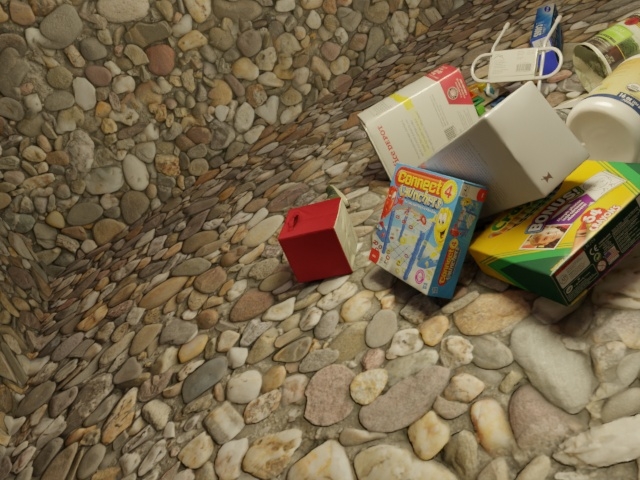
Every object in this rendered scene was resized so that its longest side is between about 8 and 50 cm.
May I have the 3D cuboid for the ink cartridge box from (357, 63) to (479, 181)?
[{"bbox_3d":[0.368,-0.428,1.980,0.384,0.279,0.160,-29,27,5],"label":"ink cartridge box"}]

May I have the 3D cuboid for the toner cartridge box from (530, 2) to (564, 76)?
[{"bbox_3d":[0.932,-0.825,2.181,0.075,0.165,0.348,-9,36,34],"label":"toner cartridge box"}]

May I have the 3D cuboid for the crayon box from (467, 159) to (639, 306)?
[{"bbox_3d":[0.579,-0.039,1.259,0.363,0.106,0.313,-40,20,-7],"label":"crayon box"}]

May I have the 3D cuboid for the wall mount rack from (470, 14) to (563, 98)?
[{"bbox_3d":[0.757,-0.696,2.007,0.349,0.305,0.130,11,7,41],"label":"wall mount rack"}]

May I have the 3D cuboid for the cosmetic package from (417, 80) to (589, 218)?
[{"bbox_3d":[0.449,-0.204,1.406,0.161,0.230,0.453,-38,1,-11],"label":"cosmetic package"}]

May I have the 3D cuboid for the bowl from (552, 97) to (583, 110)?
[{"bbox_3d":[0.808,-0.396,1.732,0.142,0.053,0.142,-22,30,20],"label":"bowl"}]

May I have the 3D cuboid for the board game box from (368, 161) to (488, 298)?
[{"bbox_3d":[0.280,-0.038,1.461,0.308,0.086,0.302,32,110,60],"label":"board game box"}]

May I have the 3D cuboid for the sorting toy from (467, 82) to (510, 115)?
[{"bbox_3d":[0.663,-0.610,2.228,0.195,0.047,0.348,-28,28,8],"label":"sorting toy"}]

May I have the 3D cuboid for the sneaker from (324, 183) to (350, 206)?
[{"bbox_3d":[0.042,-0.163,2.109,0.086,0.064,0.192,-30,31,-8],"label":"sneaker"}]

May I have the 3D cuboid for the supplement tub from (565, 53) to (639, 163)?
[{"bbox_3d":[0.851,-0.359,1.441,0.316,0.228,0.228,-41,29,-16],"label":"supplement tub"}]

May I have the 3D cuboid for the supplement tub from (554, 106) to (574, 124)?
[{"bbox_3d":[0.712,-0.332,1.585,0.190,0.117,0.116,-18,14,-41],"label":"supplement tub"}]

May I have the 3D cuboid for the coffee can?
[{"bbox_3d":[1.004,-0.616,1.732,0.275,0.202,0.202,-29,28,6],"label":"coffee can"}]

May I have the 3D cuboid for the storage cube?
[{"bbox_3d":[0.000,0.000,1.745,0.193,0.215,0.184,-13,32,20],"label":"storage cube"}]
